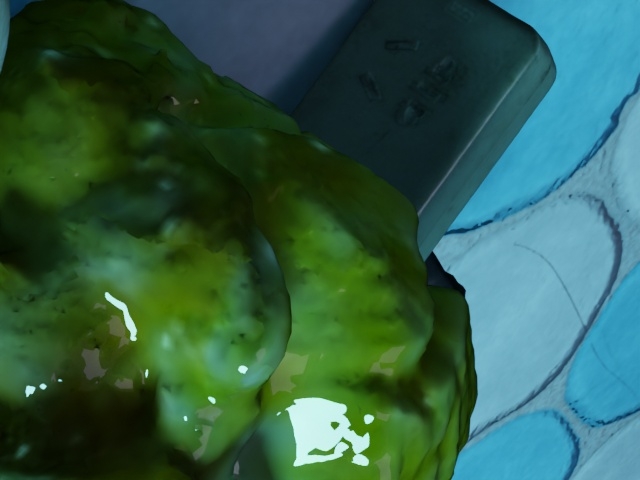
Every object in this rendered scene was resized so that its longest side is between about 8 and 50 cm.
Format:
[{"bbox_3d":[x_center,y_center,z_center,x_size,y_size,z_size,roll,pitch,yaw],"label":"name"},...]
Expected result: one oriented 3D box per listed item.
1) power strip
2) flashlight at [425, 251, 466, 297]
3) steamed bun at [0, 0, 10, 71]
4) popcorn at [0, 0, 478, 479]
[{"bbox_3d":[0.000,0.000,0.845,0.288,0.093,0.053,-54,156,-1],"label":"power strip"},{"bbox_3d":[-0.101,0.126,0.907,0.424,0.103,0.103,-37,146,-15],"label":"flashlight"},{"bbox_3d":[-0.234,-0.096,0.382,0.368,0.255,0.342,-26,134,-77],"label":"steamed bun"},{"bbox_3d":[-0.088,0.059,0.692,0.282,0.282,0.247,-46,148,2],"label":"popcorn"}]
